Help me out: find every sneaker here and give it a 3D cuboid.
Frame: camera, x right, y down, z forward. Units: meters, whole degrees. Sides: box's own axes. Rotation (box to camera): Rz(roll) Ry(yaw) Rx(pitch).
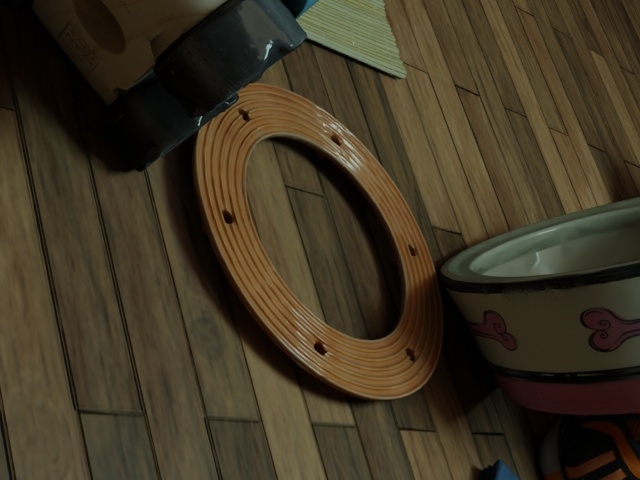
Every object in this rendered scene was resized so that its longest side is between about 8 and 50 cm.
[{"bbox_3d":[0.365,0.174,1.341,0.124,0.180,0.321,50,32,-12],"label":"sneaker"}]

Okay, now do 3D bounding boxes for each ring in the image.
[{"bbox_3d":[0.000,0.000,1.135,0.336,0.032,0.336,33,39,-32],"label":"ring"}]

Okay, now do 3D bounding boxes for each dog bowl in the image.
[{"bbox_3d":[0.336,0.055,1.231,0.408,0.408,0.150,-26,103,-58],"label":"dog bowl"}]

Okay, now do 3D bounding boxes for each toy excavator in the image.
[{"bbox_3d":[-0.062,-0.271,1.052,0.445,0.433,0.222,-41,98,-26],"label":"toy excavator"}]

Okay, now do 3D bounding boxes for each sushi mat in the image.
[{"bbox_3d":[-0.016,-0.284,1.374,0.316,0.019,0.151,13,53,-49],"label":"sushi mat"}]

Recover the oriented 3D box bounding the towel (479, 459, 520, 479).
[{"bbox_3d":[0.195,0.275,1.163,0.119,0.029,0.067,50,32,-13],"label":"towel"}]
